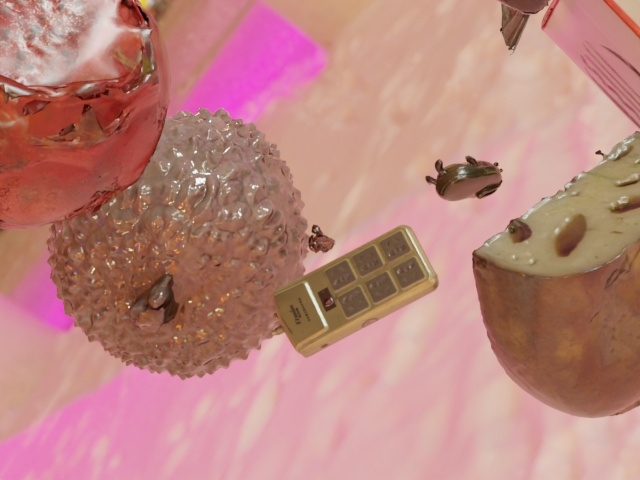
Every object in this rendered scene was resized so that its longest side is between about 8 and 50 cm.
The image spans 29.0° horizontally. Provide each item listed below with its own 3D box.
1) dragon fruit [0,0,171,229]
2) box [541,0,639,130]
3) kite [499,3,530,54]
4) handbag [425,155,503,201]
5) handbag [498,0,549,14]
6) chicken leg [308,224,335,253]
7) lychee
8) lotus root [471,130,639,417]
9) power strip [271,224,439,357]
[{"bbox_3d":[-0.314,-0.158,1.348,0.302,0.296,0.295,-38,23,40],"label":"dragon fruit"},{"bbox_3d":[0.498,-0.295,1.538,0.312,0.314,0.300,-43,-5,-1],"label":"box"},{"bbox_3d":[0.256,-0.417,1.695,0.314,0.335,0.011,-28,30,-35],"label":"kite"},{"bbox_3d":[0.193,-0.079,1.605,0.047,0.111,0.072,65,144,27],"label":"handbag"},{"bbox_3d":[0.106,-0.308,0.811,0.244,0.275,0.088,-50,10,24],"label":"handbag"},{"bbox_3d":[0.002,0.001,1.648,0.083,0.036,0.021,-79,12,-70],"label":"chicken leg"},{"bbox_3d":[-0.191,-0.004,1.770,0.380,0.380,0.432,-46,12,28],"label":"lychee"},{"bbox_3d":[0.298,0.072,1.250,0.267,0.260,0.149,-33,37,-29],"label":"lotus root"},{"bbox_3d":[0.026,0.051,1.191,0.169,0.028,0.076,-29,62,4],"label":"power strip"}]
